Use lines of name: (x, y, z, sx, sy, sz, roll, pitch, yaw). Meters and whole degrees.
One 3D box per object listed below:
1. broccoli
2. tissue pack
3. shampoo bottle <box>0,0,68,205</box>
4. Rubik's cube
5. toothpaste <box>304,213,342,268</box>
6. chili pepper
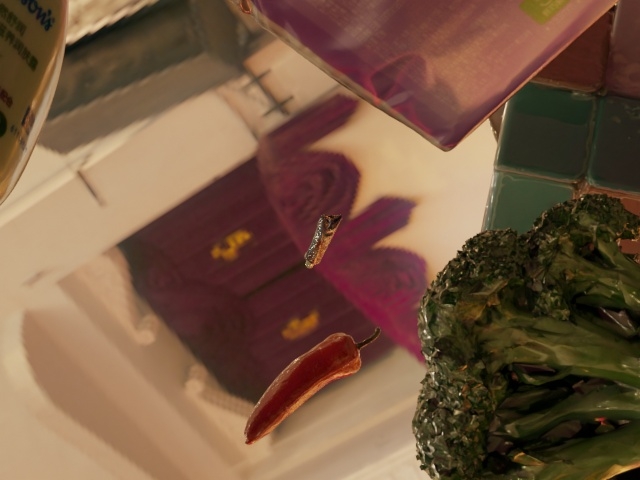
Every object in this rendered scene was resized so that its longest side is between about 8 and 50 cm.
broccoli: (0.186, 0.117, 0.950, 0.265, 0.245, 0.294, -39, -70, -44)
tissue pack: (0.106, -0.251, 0.861, 0.242, 0.338, 0.160, 34, -150, -27)
shampoo bottle: (-0.293, -0.191, 1.064, 0.222, 0.151, 0.349, 43, -126, -41)
Rubik's cube: (0.334, -0.107, 1.432, 0.368, 0.358, 0.387, -42, -39, -76)
toothpaste: (0.000, 0.000, 1.446, 0.027, 0.083, 0.019, -2, -133, -29)
chili pepper: (-0.015, 0.192, 1.825, 0.272, 0.071, 0.063, -35, -71, -26)
